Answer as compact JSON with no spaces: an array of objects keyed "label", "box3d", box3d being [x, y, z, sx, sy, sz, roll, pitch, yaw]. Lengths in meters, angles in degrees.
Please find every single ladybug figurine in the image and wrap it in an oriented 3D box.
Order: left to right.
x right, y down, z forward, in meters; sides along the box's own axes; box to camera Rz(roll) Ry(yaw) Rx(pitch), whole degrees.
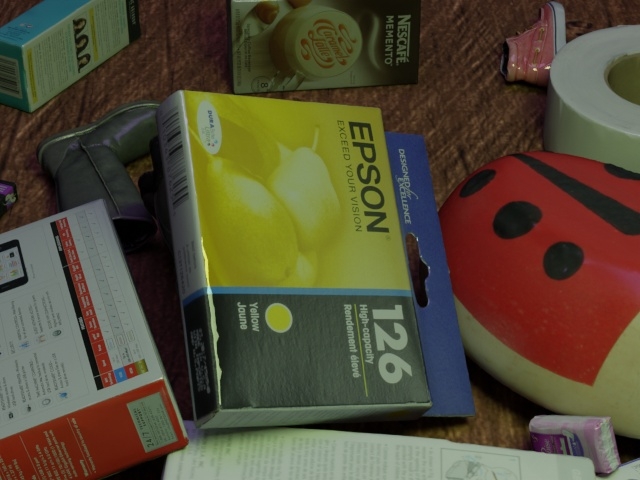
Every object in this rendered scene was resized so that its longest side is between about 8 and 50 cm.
[{"label":"ladybug figurine","box3d":[0.279,0.034,1.600,0.305,0.162,0.449,-23,38,-31]}]

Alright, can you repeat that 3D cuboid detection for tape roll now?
[{"label":"tape roll","box3d":[0.416,-0.156,1.936,0.286,0.100,0.286,0,36,0]}]

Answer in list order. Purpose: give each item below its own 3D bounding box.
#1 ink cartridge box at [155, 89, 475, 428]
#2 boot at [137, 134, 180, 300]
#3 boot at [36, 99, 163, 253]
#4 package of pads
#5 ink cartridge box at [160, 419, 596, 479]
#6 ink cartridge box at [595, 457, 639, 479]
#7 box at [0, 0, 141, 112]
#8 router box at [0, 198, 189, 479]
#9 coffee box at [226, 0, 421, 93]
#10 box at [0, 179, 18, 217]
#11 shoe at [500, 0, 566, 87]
[{"label":"ink cartridge box","box3d":[0.010,0.018,1.481,0.307,0.072,0.304,0,70,-29]},{"label":"boot","box3d":[-0.119,0.026,1.635,0.118,0.338,0.223,-11,81,-1]},{"label":"boot","box3d":[-0.229,-0.072,1.834,0.189,0.076,0.208,-25,34,-10]},{"label":"package of pads","box3d":[0.236,0.188,1.469,0.083,0.050,0.032,-5,10,45]},{"label":"ink cartridge box","box3d":[0.044,0.294,1.328,0.385,0.091,0.308,5,35,0]},{"label":"ink cartridge box","box3d":[0.300,0.270,1.381,0.206,0.045,0.208,-15,30,-21]},{"label":"box","box3d":[-0.333,-0.271,2.085,0.060,0.100,0.244,18,39,24]},{"label":"router box","box3d":[-0.307,0.117,1.489,0.301,0.082,0.335,-20,34,-6]},{"label":"coffee box","box3d":[0.002,-0.281,2.069,0.246,0.141,0.098,-5,36,-6]},{"label":"box","box3d":[-0.436,-0.026,1.806,0.116,0.029,0.162,12,39,16]},{"label":"shoe","box3d":[0.283,-0.267,2.117,0.081,0.063,0.178,6,40,-1]}]
